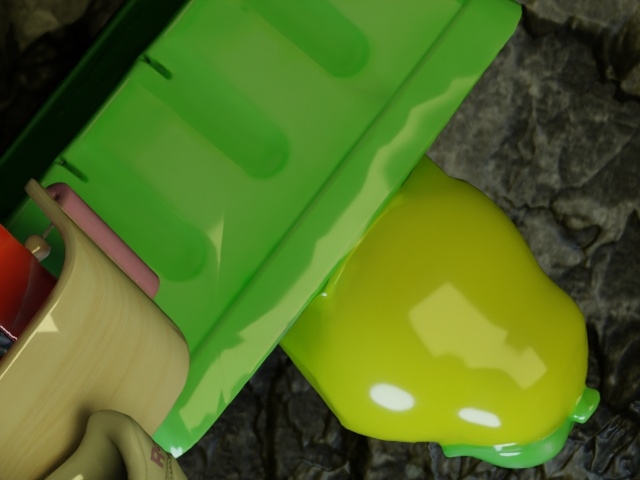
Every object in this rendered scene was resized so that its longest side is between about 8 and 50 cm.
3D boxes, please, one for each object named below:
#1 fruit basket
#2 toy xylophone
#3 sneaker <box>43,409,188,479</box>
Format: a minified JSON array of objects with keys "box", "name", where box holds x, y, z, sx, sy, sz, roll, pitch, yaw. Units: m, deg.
[{"box":[0.000,0.000,1.251,0.392,0.283,0.392,-1,94,-22],"name":"fruit basket"},{"box":[-0.198,0.106,0.982,0.322,0.081,0.236,-48,136,-19],"name":"toy xylophone"},{"box":[-0.171,0.204,0.927,0.305,0.114,0.152,-45,128,-33],"name":"sneaker"}]
